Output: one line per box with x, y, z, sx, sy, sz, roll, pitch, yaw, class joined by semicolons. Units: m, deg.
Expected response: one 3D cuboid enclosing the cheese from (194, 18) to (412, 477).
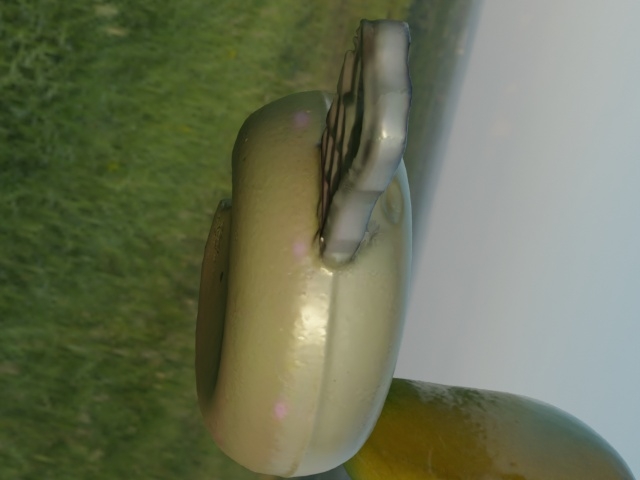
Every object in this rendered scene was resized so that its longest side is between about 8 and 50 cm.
0.000;0.000;0.532;0.286;0.082;0.163;113;-22;-61;cheese

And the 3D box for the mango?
0.126;0.175;0.982;0.156;0.251;0.114;-73;-172;-51;mango
